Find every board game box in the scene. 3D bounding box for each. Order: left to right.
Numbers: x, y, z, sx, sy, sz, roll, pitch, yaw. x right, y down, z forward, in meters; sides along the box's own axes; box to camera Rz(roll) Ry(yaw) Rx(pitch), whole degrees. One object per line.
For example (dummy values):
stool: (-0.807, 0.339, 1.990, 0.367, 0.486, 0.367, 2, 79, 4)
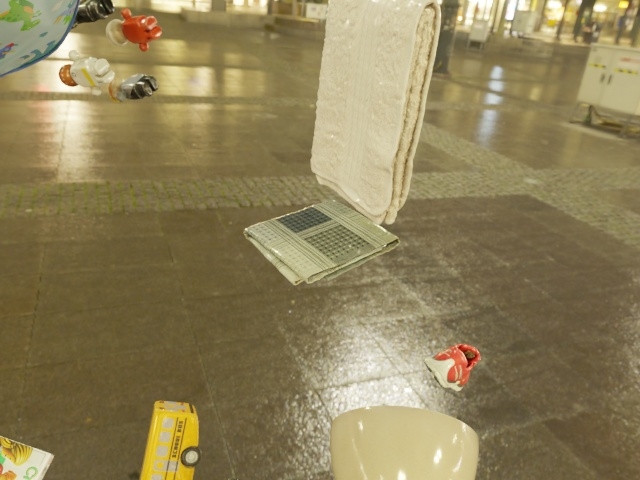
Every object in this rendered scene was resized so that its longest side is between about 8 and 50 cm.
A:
board game box: (-0.866, 0.677, 1.406, 0.193, 0.053, 0.305, 20, 59, -2)

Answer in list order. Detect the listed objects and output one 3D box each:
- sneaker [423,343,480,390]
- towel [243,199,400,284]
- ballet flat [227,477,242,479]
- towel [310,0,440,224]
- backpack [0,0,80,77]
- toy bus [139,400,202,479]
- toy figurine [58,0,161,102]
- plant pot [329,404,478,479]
sneaker: (0.365, 0.323, 1.412, 0.107, 0.118, 0.279, 59, 15, 20)
towel: (0.000, 0.000, 1.470, 0.312, 0.056, 0.324, -21, 35, -28)
ballet flat: (-0.215, 0.594, 1.179, 0.049, 0.173, 0.057, 28, 0, -7)
towel: (0.055, -0.174, 0.698, 0.049, 0.282, 0.187, -14, 35, -30)
backpack: (-0.318, -0.267, 0.413, 0.290, 0.273, 0.356, -44, 27, -27)
toy bus: (-0.376, 0.580, 1.343, 0.130, 0.332, 0.108, 12, -5, -18)
toy figurine: (-0.476, -0.421, 1.209, 0.148, 0.209, 0.213, 5, 6, 28)
plant pot: (0.147, 0.452, 0.995, 0.285, 0.284, 0.190, 8, 50, 4)
